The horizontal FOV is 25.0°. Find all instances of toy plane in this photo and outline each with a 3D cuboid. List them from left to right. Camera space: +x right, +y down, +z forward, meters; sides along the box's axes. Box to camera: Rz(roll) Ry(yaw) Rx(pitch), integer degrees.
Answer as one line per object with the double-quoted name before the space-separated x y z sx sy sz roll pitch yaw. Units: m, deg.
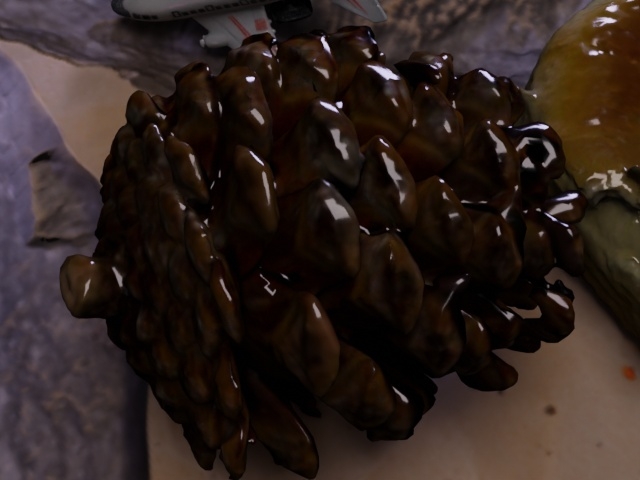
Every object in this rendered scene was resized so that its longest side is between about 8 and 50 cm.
"toy plane" -0.048 -0.158 0.880 0.171 0.162 0.065 -3 20 27

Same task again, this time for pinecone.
"pinecone" 0.000 0.000 0.731 0.272 0.224 0.224 -17 63 -24

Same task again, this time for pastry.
"pastry" 0.237 -0.055 0.822 0.236 0.121 0.257 -26 67 -16
